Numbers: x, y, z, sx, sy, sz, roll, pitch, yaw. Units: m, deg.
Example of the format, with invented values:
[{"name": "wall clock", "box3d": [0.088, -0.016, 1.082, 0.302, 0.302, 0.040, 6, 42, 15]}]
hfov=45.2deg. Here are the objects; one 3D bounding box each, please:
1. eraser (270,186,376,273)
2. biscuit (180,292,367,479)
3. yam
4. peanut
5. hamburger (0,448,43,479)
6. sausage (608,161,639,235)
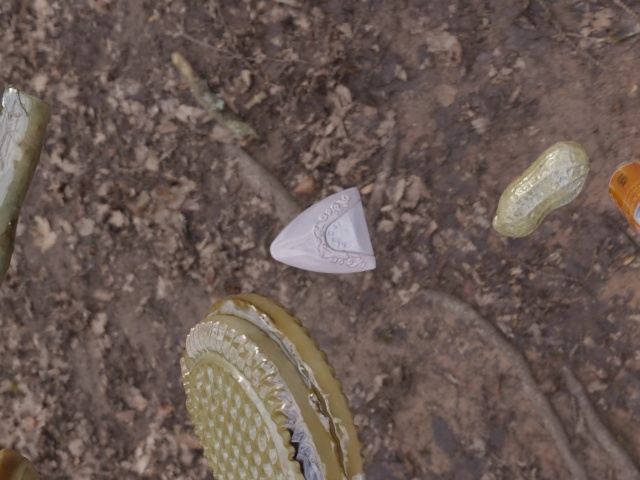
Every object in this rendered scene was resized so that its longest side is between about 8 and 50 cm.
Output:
[{"name": "eraser", "box3d": [0.000, 0.000, 1.837, 0.059, 0.243, 0.204, -164, 59, -79]}, {"name": "biscuit", "box3d": [-0.049, 0.171, 0.704, 0.259, 0.079, 0.259, 31, 130, 45]}, {"name": "yam", "box3d": [-0.403, -0.033, 0.951, 0.071, 0.067, 0.318, 17, 89, 49]}, {"name": "peanut", "box3d": [0.391, -0.087, 1.368, 0.214, 0.098, 0.090, -46, 44, 29]}, {"name": "hamburger", "box3d": [-0.311, 0.299, 0.639, 0.286, 0.146, 0.243, 97, 166, -57]}, {"name": "sausage", "box3d": [0.406, -0.038, 0.931, 0.071, 0.234, 0.071, 3, 108, 9]}]
